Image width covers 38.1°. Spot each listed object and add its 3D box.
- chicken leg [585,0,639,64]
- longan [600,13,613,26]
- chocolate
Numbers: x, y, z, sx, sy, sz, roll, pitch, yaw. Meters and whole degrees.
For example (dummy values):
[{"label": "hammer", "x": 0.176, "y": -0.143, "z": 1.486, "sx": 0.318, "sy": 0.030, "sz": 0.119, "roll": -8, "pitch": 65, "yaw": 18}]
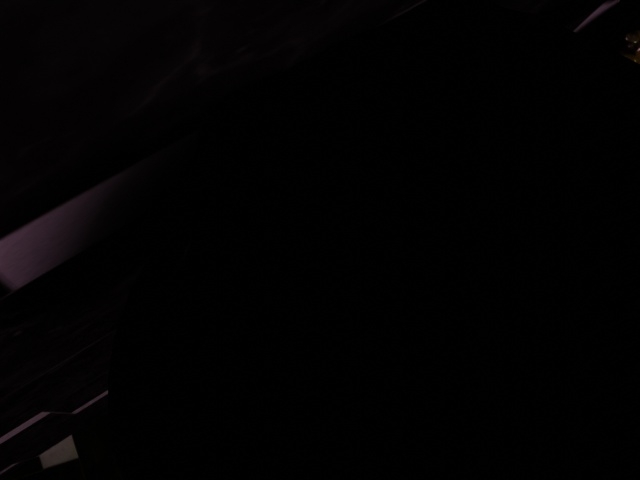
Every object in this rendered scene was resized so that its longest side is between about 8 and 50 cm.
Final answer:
[{"label": "chicken leg", "x": 0.230, "y": -0.139, "z": 0.852, "sx": 0.429, "sy": 0.153, "sz": 0.201, "roll": -39, "pitch": -169, "yaw": -23}, {"label": "longan", "x": 0.380, "y": -0.193, "z": 1.048, "sx": 0.189, "sy": 0.189, "sz": 0.189, "roll": -33, "pitch": 176, "yaw": -2}, {"label": "chocolate", "x": 0.048, "y": 0.090, "z": 0.612, "sx": 0.383, "sy": 0.384, "sz": 0.331, "roll": -31, "pitch": -178, "yaw": -29}]
